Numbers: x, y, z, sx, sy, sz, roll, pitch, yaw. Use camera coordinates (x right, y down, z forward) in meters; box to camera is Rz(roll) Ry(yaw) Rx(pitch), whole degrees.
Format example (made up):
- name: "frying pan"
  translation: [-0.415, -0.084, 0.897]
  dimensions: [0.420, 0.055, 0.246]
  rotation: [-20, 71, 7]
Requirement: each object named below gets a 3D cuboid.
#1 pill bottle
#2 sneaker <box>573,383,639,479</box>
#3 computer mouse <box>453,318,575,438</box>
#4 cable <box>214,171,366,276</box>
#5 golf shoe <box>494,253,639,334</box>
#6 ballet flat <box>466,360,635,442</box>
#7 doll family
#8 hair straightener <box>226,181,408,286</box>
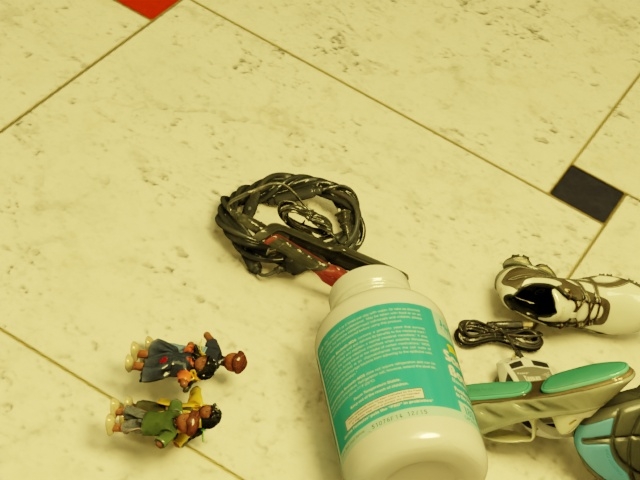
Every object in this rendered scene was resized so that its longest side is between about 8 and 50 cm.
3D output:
- name: "pill bottle"
  translation: [0.076, 0.150, 1.567]
  dimensions: [0.146, 0.146, 0.264]
  rotation: [3, 45, -17]
- name: "sneaker"
  translation: [0.412, 0.195, 1.683]
  dimensions: [0.341, 0.125, 0.139]
  rotation: [-3, 26, -26]
- name: "computer mouse"
  translation: [0.228, 0.161, 1.690]
  dimensions: [0.106, 0.042, 0.193]
  rotation: [3, 38, -23]
- name: "cable"
  translation: [-0.033, -0.023, 1.796]
  dimensions: [0.184, 0.047, 0.150]
  rotation: [-24, 51, -32]
- name: "golf shoe"
  translation: [0.299, 0.080, 1.763]
  dimensions: [0.198, 0.077, 0.094]
  rotation: [11, 22, 6]
- name: "ballet flat"
  translation: [0.234, 0.175, 1.589]
  dimensions: [0.213, 0.068, 0.072]
  rotation: [-12, 12, 25]
- name: "doll family"
  translation: [-0.142, 0.150, 1.543]
  dimensions: [0.111, 0.076, 0.193]
  rotation: [1, 46, 10]
- name: "hair straightener"
  translation: [0.000, 0.000, 1.722]
  dimensions: [0.230, 0.047, 0.089]
  rotation: [27, 60, -11]
